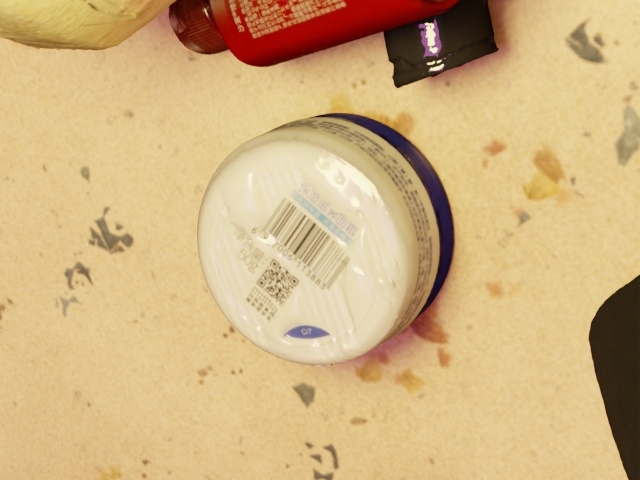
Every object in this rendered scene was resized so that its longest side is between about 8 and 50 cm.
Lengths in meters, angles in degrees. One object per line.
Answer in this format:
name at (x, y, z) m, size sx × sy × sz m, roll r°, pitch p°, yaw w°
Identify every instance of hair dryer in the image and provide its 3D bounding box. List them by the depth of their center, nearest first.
hair dryer at (0.154, -0.238, 1.050) m, size 0.251 × 0.089 × 0.197 m, roll -10°, pitch 97°, yaw 21°

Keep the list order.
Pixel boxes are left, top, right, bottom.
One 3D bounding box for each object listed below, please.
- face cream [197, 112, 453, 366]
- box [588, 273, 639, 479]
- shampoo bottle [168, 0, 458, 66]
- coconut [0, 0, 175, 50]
face cream at (0.000, 0.000, 1.171) m, size 0.206 × 0.111 × 0.206 m, roll 9°, pitch 110°, yaw 25°
box at (0.298, 0.087, 1.011) m, size 0.212 × 0.042 × 0.201 m, roll -36°, pitch 42°, yaw 30°
shampoo bottle at (-0.012, -0.203, 1.069) m, size 0.314 × 0.076 × 0.118 m, roll -7°, pitch 98°, yaw 55°
coconut at (-0.173, -0.371, 0.998) m, size 0.404 × 0.404 × 0.404 m, roll 8°, pitch 108°, yaw 26°
